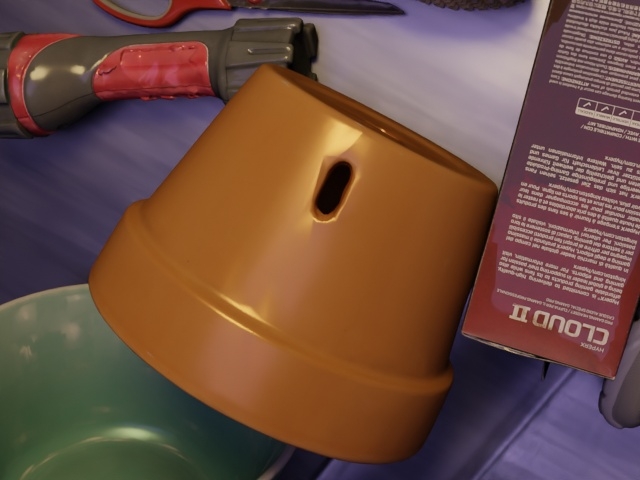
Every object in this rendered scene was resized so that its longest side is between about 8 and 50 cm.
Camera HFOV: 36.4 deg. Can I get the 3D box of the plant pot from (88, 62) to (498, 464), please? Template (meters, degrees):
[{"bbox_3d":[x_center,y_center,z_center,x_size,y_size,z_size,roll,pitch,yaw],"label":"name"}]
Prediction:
[{"bbox_3d":[0.000,0.000,0.743,0.291,0.291,0.203,31,102,10],"label":"plant pot"}]

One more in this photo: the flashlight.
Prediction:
[{"bbox_3d":[-0.161,-0.142,0.867,0.304,0.103,0.103,1,96,17],"label":"flashlight"}]

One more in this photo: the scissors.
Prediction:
[{"bbox_3d":[-0.077,-0.214,0.880,0.297,0.021,0.109,25,100,11],"label":"scissors"}]

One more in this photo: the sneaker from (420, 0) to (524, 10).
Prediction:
[{"bbox_3d":[0.047,-0.287,0.790,0.293,0.102,0.146,22,101,12],"label":"sneaker"}]

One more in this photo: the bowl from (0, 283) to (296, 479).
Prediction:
[{"bbox_3d":[-0.174,0.185,0.835,0.311,0.311,0.163,17,121,13],"label":"bowl"}]

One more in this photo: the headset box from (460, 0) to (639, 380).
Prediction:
[{"bbox_3d":[0.198,-0.044,0.716,0.110,0.218,0.293,16,100,15],"label":"headset box"}]

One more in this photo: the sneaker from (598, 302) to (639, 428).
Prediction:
[{"bbox_3d":[0.323,0.047,0.745,0.115,0.105,0.281,40,105,15],"label":"sneaker"}]
